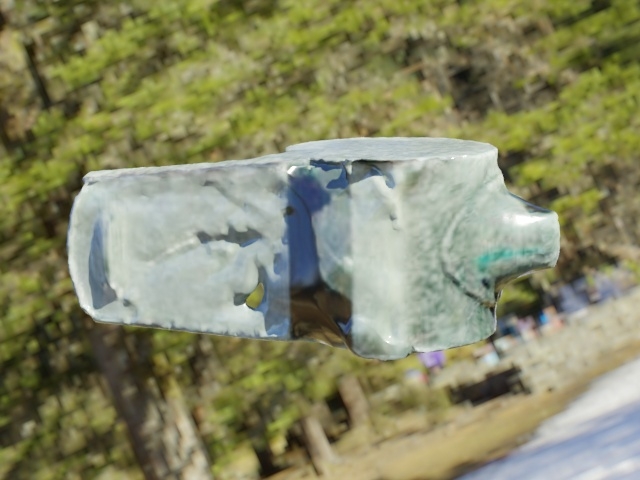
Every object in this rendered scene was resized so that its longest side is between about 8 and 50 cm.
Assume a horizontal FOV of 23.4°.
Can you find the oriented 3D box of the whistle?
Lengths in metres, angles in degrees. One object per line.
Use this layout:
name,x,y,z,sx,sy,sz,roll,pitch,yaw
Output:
whistle,-0.006,0.006,1.331,0.404,0.168,0.188,-5,11,-18
